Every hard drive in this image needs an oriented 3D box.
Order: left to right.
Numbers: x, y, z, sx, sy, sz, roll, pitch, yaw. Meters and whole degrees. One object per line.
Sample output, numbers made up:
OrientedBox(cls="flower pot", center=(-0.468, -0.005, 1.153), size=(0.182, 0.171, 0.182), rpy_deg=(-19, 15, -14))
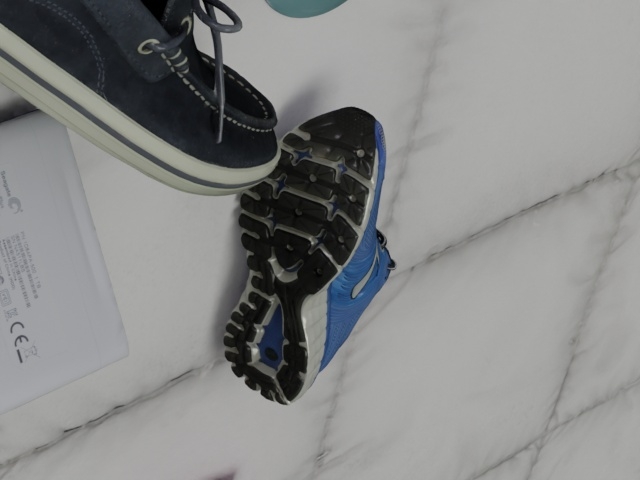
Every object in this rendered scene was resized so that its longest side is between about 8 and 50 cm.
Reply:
OrientedBox(cls="hard drive", center=(-0.303, 0.045, 1.407), size=(0.319, 0.040, 0.210), rpy_deg=(-24, 105, -39))

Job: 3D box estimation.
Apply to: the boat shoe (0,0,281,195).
OrientedBox(cls="boat shoe", center=(-0.151, -0.169, 1.346), size=(0.156, 0.187, 0.500), rpy_deg=(-47, 146, 6))

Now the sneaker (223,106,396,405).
OrientedBox(cls="sneaker", center=(0.000, 0.000, 1.827), size=(0.147, 0.130, 0.330), rpy_deg=(-40, 155, -47))

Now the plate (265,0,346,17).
OrientedBox(cls="plate", center=(0.022, -0.269, 1.624), size=(0.188, 0.024, 0.188), rpy_deg=(-33, 146, -26))
